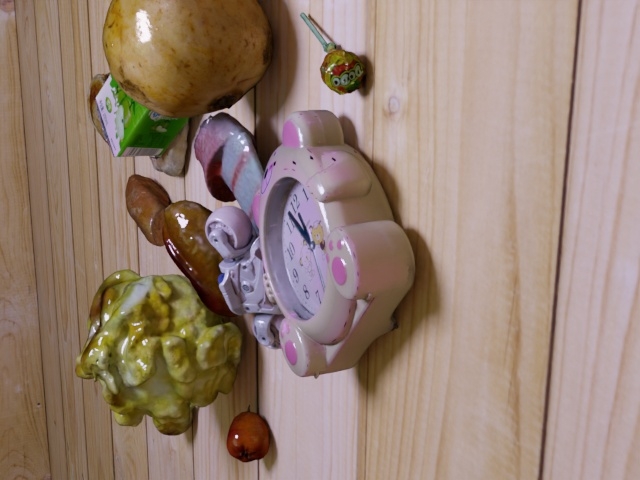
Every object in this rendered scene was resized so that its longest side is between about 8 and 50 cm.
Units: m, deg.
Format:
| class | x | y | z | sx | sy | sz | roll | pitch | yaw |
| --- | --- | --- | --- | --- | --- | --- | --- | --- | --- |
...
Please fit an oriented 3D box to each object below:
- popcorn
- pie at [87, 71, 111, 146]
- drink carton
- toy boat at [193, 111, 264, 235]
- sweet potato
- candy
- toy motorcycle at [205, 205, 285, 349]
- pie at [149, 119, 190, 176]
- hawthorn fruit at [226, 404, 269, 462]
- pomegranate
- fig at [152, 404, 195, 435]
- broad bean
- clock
| class | x | y | z | sx | sy | sz | roll | pitch | yaw |
| --- | --- | --- | --- | --- | --- | --- | --- | --- | --- |
| popcorn | -0.288 | 0.204 | 1.631 | 0.312 | 0.312 | 0.312 | 24 | 118 | 59 |
| pie | -0.509 | -0.310 | 2.145 | 0.205 | 0.084 | 0.179 | 47 | 136 | 44 |
| drink carton | -0.320 | -0.292 | 1.704 | 0.271 | 0.108 | 0.161 | -43 | 60 | 40 |
| toy boat | -0.109 | -0.063 | 1.438 | 0.282 | 0.096 | 0.206 | 62 | 156 | 18 |
| sweet potato | -0.375 | -0.077 | 1.953 | 0.251 | 0.097 | 0.097 | -125 | 38 | -50 |
| candy | 0.006 | -0.265 | 1.213 | 0.201 | 0.060 | 0.060 | -117 | 32 | -46 |
| toy motorcycle | -0.097 | 0.060 | 1.390 | 0.112 | 0.112 | 0.254 | 17 | 135 | 60 |
| pie | -0.316 | -0.240 | 1.827 | 0.185 | 0.052 | 0.218 | -4 | 92 | 64 |
| hawthorn fruit | -0.127 | 0.346 | 1.595 | 0.081 | 0.081 | 0.093 | 114 | 169 | -45 |
| pomegranate | -0.202 | -0.308 | 1.362 | 0.260 | 0.260 | 0.260 | 24 | 118 | 59 |
| fig | -0.313 | 0.375 | 1.937 | 0.166 | 0.093 | 0.093 | -42 | 60 | 57 |
| broad bean | -0.183 | 0.027 | 1.514 | 0.228 | 0.122 | 0.156 | 61 | 164 | -16 |
| clock | 0.000 | 0.000 | 1.215 | 0.309 | 0.114 | 0.284 | 67 | 150 | 29 |
